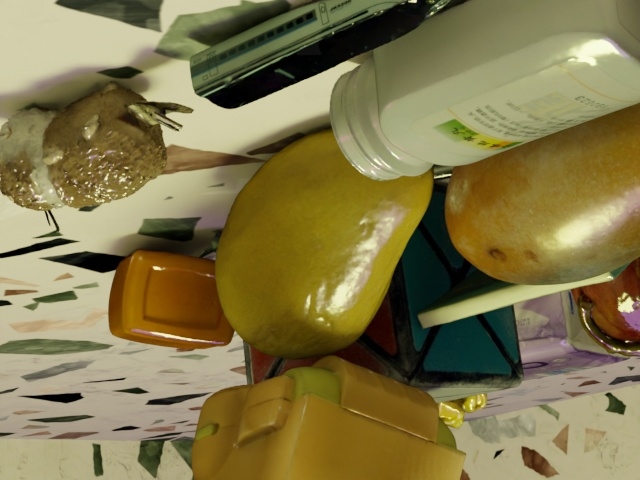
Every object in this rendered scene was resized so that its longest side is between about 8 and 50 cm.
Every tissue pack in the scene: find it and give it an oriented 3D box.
[{"bbox_3d":[0.273,0.135,2.537,0.338,0.160,0.242,-13,163,30],"label":"tissue pack"}]

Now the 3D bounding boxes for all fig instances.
[{"bbox_3d":[0.432,0.064,2.259,0.205,0.205,0.205,-6,166,-1],"label":"fig"}]

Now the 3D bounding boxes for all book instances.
[{"bbox_3d":[0.307,-0.006,1.904,0.264,0.031,0.379,-18,-171,41],"label":"book"}]

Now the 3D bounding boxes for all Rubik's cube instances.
[{"bbox_3d":[0.072,0.076,2.014,0.255,0.259,0.260,-15,167,36],"label":"Rubik's cube"}]

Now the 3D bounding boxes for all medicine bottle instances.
[{"bbox_3d":[-0.197,0.081,2.146,0.149,0.112,0.222,9,173,-14],"label":"medicine bottle"},{"bbox_3d":[0.157,-0.145,1.420,0.179,0.124,0.324,9,158,-44],"label":"medicine bottle"}]

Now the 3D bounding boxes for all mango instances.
[{"bbox_3d":[0.279,-0.074,1.594,0.221,0.199,0.384,6,161,-39],"label":"mango"},{"bbox_3d":[-0.007,-0.003,1.760,0.142,0.195,0.331,-40,161,-50],"label":"mango"}]

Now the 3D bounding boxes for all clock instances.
[{"bbox_3d":[-0.017,0.257,1.857,0.244,0.200,0.317,27,153,-25],"label":"clock"}]

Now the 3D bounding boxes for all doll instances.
[{"bbox_3d":[-0.204,-0.091,1.516,0.221,0.105,0.115,-22,119,28],"label":"doll"}]

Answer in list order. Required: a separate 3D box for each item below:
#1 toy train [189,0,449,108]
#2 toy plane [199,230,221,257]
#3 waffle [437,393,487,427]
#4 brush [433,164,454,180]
[{"bbox_3d":[0.005,-0.178,1.376,0.252,0.048,0.055,-20,157,28],"label":"toy train"},{"bbox_3d":[-0.122,0.008,2.102,0.080,0.033,0.083,-7,159,17],"label":"toy plane"},{"bbox_3d":[0.097,0.150,2.251,0.329,0.329,0.062,-3,139,-13],"label":"waffle"},{"bbox_3d":[0.201,-0.097,1.830,0.299,0.042,0.039,-13,164,12],"label":"brush"}]
